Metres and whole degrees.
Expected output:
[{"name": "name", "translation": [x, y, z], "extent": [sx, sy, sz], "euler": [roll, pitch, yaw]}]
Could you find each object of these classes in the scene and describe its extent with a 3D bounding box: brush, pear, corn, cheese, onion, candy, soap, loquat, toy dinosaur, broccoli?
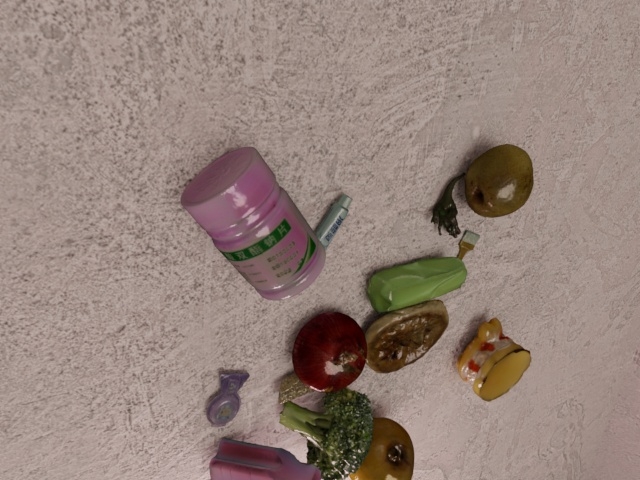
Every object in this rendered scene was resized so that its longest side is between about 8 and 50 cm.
[{"name": "brush", "translation": [0.503, 0.067, 1.500], "extent": [0.083, 0.010, 0.218], "euler": [19, 102, -34]}, {"name": "pear", "translation": [0.560, -0.181, 1.312], "extent": [0.211, 0.188, 0.228], "euler": [-39, 126, -28]}, {"name": "corn", "translation": [-0.046, 0.449, 1.332], "extent": [0.211, 0.087, 0.087], "euler": [-15, 118, -15]}, {"name": "cheese", "translation": [-0.281, 0.477, 1.235], "extent": [0.105, 0.042, 0.190], "euler": [10, 104, -33]}, {"name": "onion", "translation": [0.033, 0.336, 1.258], "extent": [0.248, 0.248, 0.161], "euler": [-28, 163, -15]}, {"name": "candy", "translation": [0.317, 0.145, 1.361], "extent": [0.344, 0.132, 0.142], "euler": [-13, 104, -23]}, {"name": "soap", "translation": [-0.164, 0.737, 1.273], "extent": [0.324, 0.109, 0.192], "euler": [5, 115, 9]}, {"name": "loquat", "translation": [0.201, 0.780, 1.500], "extent": [0.275, 0.275, 0.274], "euler": [-11, 116, -24]}, {"name": "toy dinosaur", "translation": [0.427, -0.109, 1.381], "extent": [0.187, 0.087, 0.179], "euler": [70, 34, -46]}, {"name": "broccoli", "translation": [0.037, 0.606, 1.371], "extent": [0.249, 0.302, 0.375], "euler": [-33, 154, -37]}]

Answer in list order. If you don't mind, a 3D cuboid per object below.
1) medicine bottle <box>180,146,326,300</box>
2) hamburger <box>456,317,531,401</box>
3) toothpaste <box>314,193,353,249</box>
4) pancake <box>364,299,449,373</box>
[{"name": "medicine bottle", "translation": [-0.148, -0.031, 0.987], "extent": [0.212, 0.212, 0.325], "euler": [-39, 124, -8]}, {"name": "hamburger", "translation": [0.681, 0.472, 1.665], "extent": [0.261, 0.186, 0.302], "euler": [-21, 129, -17]}, {"name": "toothpaste", "translation": [0.000, 0.000, 1.182], "extent": [0.075, 0.048, 0.296], "euler": [25, 101, -37]}, {"name": "pancake", "translation": [0.306, 0.343, 1.462], "extent": [0.356, 0.065, 0.356], "euler": [-16, 133, -19]}]
